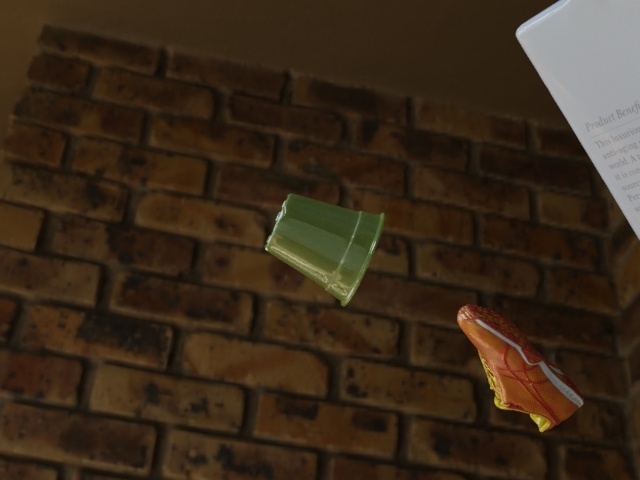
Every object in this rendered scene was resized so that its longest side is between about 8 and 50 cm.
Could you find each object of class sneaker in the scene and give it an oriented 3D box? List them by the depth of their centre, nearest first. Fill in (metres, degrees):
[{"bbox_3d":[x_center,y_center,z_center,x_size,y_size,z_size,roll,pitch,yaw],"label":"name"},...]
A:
[{"bbox_3d":[0.178,0.123,0.954,0.067,0.064,0.175,-42,-63,9],"label":"sneaker"}]

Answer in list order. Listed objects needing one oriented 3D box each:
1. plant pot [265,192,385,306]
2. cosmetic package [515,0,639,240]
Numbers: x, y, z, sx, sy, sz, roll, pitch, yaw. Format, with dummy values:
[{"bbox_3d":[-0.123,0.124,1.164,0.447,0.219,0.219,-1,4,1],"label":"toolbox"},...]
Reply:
[{"bbox_3d":[0.000,0.000,0.835,0.079,0.083,0.083,24,-39,-5],"label":"plant pot"},{"bbox_3d":[0.397,-0.060,0.897,0.453,0.161,0.230,57,-27,-5],"label":"cosmetic package"}]
